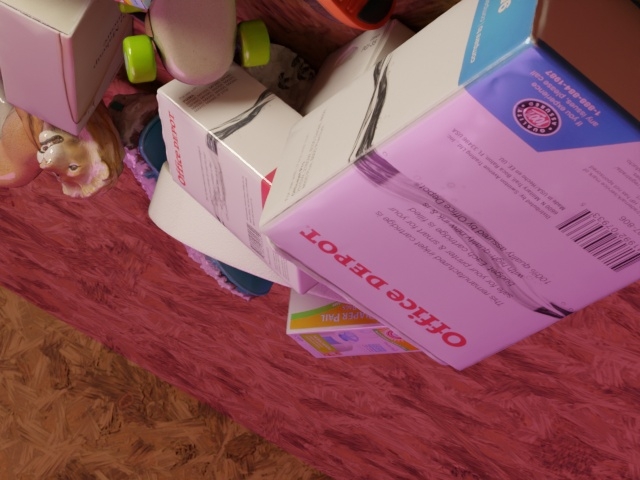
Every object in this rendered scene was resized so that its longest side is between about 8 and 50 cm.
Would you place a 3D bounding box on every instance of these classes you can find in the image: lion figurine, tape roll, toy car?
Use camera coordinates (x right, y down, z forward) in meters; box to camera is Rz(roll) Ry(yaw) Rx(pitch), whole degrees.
[{"bbox_3d":[-0.407,-0.149,2.239,0.392,0.142,0.240,-17,98,60],"label":"lion figurine"},{"bbox_3d":[-0.032,-0.011,2.081,0.392,0.072,0.392,19,-169,-4],"label":"tape roll"},{"bbox_3d":[-0.154,-0.258,1.789,0.155,0.149,0.188,-9,-164,-12],"label":"toy car"}]

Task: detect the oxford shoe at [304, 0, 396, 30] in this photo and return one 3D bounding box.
[{"bbox_3d":[-0.040,-0.299,1.579,0.098,0.097,0.271,16,159,48],"label":"oxford shoe"}]

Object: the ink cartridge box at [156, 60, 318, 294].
[{"bbox_3d":[-0.069,-0.079,1.823,0.237,0.100,0.172,41,155,27],"label":"ink cartridge box"}]

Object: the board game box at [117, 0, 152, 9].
[{"bbox_3d":[-0.281,-0.365,1.663,0.275,0.144,0.142,18,157,26],"label":"board game box"}]

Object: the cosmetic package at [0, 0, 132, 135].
[{"bbox_3d":[-0.309,-0.266,1.941,0.113,0.160,0.309,27,162,3],"label":"cosmetic package"}]

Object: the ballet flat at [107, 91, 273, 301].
[{"bbox_3d":[-0.187,-0.076,2.330,0.147,0.147,0.409,13,149,38],"label":"ballet flat"}]

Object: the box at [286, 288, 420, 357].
[{"bbox_3d":[0.067,0.103,2.357,0.203,0.103,0.114,-5,154,24],"label":"box"}]

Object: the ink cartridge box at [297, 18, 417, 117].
[{"bbox_3d":[0.129,-0.106,1.807,0.283,0.117,0.207,33,162,-14],"label":"ink cartridge box"}]

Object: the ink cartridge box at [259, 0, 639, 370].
[{"bbox_3d":[0.175,-0.068,1.558,0.285,0.166,0.395,36,136,-22],"label":"ink cartridge box"}]

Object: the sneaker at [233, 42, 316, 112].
[{"bbox_3d":[-0.038,-0.145,1.989,0.146,0.102,0.293,13,152,47],"label":"sneaker"}]
